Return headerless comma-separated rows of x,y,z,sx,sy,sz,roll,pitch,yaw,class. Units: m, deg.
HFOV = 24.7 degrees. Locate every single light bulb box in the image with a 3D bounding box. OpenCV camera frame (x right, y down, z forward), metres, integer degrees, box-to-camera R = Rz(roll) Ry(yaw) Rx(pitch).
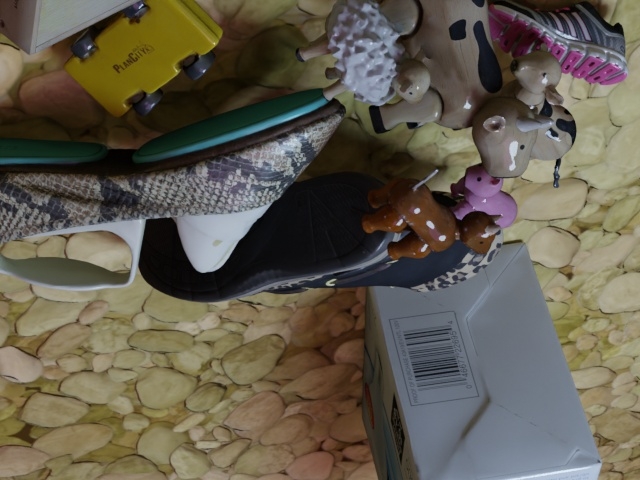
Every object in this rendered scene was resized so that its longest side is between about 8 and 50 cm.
0.194,0.260,1.916,0.225,0.358,0.361,-7,139,-6,light bulb box

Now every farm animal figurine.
0.159,-0.144,1.497,0.172,0.330,0.327,-15,108,35,farm animal figurine

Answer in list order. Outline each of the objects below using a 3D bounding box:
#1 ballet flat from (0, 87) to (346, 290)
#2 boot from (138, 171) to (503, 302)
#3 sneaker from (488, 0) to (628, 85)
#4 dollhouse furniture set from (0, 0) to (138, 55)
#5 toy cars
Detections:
-0.200,-0.042,1.542,0.482,0.164,0.182,-8,106,7,ballet flat
0.000,0.000,1.698,0.377,0.138,0.284,-11,170,37,boot
0.261,-0.230,1.595,0.170,0.075,0.063,20,151,-6,sneaker
-0.270,-0.292,1.265,0.161,0.242,0.212,-36,157,-40,dollhouse furniture set
-0.166,-0.275,1.380,0.176,0.087,0.394,17,139,13,toy cars
